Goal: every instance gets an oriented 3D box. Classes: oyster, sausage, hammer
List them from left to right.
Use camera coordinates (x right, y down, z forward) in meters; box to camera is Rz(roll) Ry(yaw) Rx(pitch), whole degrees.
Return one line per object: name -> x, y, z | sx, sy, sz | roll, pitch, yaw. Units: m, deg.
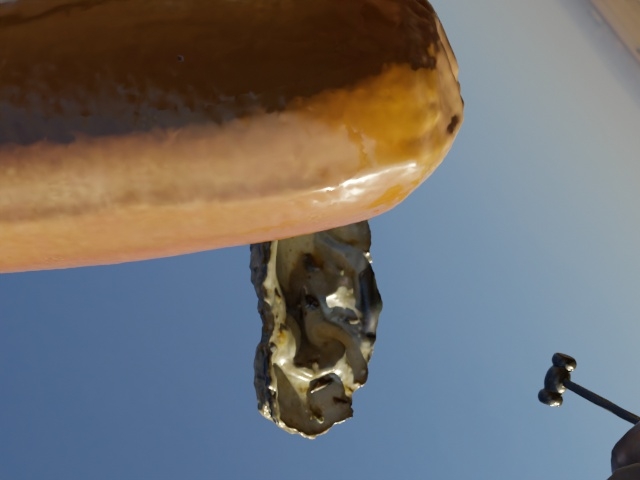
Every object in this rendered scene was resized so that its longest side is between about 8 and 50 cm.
sausage -> -0.089, -0.039, 0.384 | 0.105, 0.275, 0.105 | -7, -90, -81
oyster -> -0.002, 0.000, 0.967 | 0.129, 0.344, 0.079 | 4, 180, -32
hammer -> 0.328, 0.189, 1.129 | 0.029, 0.058, 0.292 | 12, -171, -33

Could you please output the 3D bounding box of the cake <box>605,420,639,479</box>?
cake -> 0.336, 0.290, 0.819 | 0.332, 0.333, 0.321 | -104, 0, -54
